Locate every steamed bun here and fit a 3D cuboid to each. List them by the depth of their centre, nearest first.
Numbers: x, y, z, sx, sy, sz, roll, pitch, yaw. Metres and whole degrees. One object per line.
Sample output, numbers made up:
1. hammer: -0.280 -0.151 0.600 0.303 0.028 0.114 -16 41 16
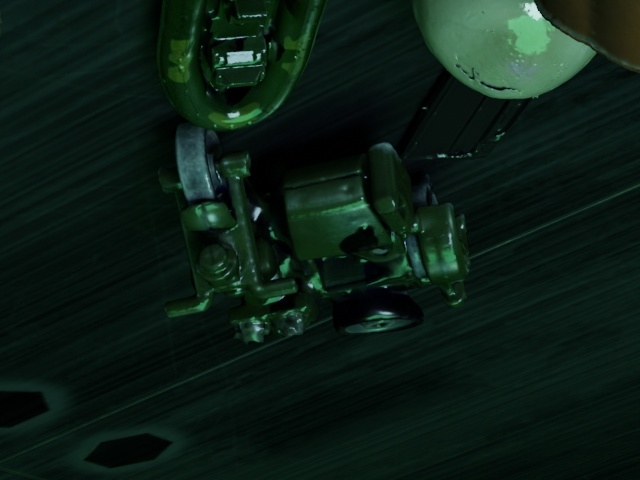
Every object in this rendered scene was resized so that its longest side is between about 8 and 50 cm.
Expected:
1. steamed bun: 0.121 -0.140 0.890 0.130 0.091 0.112 30 136 -27

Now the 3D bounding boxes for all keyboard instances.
1. keyboard: 0.132 -0.127 1.027 0.087 0.017 0.250 -3 152 -23

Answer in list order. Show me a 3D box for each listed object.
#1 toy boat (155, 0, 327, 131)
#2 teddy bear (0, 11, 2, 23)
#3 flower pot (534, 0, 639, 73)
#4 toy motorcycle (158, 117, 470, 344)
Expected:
1. toy boat: -0.047 -0.136 0.890 0.104 0.052 0.210 -8 152 -16
2. teddy bear: -0.226 -0.153 0.705 0.129 0.182 0.251 -43 164 -27
3. flower pot: 0.193 -0.209 0.746 0.191 0.190 0.173 -16 139 4
4. toy motorcycle: 0.000 0.000 1.081 0.205 0.127 0.275 -11 157 10
